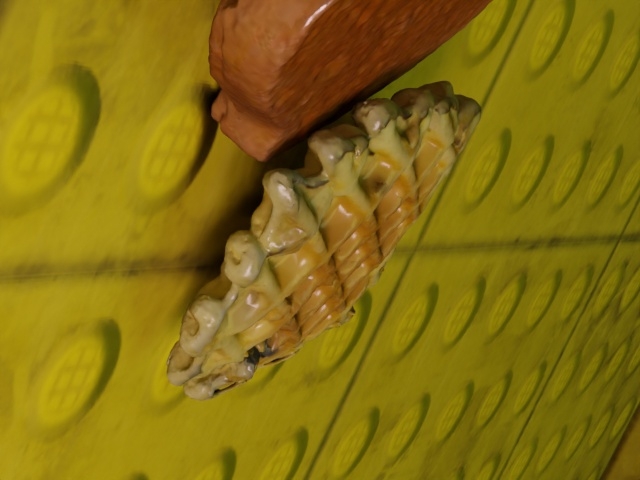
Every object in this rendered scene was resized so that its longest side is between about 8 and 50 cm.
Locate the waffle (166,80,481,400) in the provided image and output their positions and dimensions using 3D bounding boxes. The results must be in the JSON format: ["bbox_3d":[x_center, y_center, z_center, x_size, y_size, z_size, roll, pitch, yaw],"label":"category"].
[{"bbox_3d":[0.002,0.002,1.047,0.261,0.056,0.250,-27,155,-49],"label":"waffle"}]

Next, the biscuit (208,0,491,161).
[{"bbox_3d":[0.101,-0.209,0.868,0.455,0.078,0.350,-44,169,24],"label":"biscuit"}]
